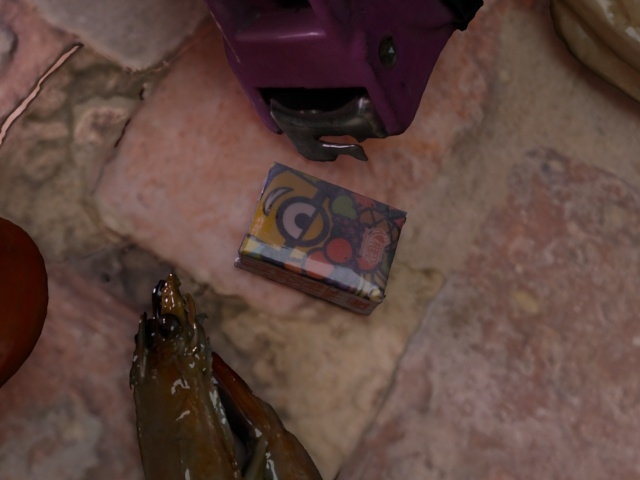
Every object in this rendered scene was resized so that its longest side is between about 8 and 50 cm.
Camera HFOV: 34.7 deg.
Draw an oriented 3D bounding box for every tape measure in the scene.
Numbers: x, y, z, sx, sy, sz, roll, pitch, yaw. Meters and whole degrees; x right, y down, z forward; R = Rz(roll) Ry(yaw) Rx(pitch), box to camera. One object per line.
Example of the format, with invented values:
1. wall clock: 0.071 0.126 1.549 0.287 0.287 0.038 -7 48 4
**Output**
1. tape measure: 0.023 -0.202 0.572 0.231 0.149 0.245 -57 133 -27

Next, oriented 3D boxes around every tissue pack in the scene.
1. tissue pack: 0.000 0.000 0.573 0.083 0.035 0.063 22 62 -8

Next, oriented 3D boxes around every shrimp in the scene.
1. shrimp: -0.050 0.105 0.512 0.101 0.042 0.190 -7 67 -41

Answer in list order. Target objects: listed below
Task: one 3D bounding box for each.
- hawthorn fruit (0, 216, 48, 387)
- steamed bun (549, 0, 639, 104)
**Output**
1. hawthorn fruit: -0.192 0.037 0.447 0.133 0.133 0.138 23 72 -5
2. steamed bun: 0.370 -0.194 0.691 0.428 0.189 0.247 -21 81 -24
